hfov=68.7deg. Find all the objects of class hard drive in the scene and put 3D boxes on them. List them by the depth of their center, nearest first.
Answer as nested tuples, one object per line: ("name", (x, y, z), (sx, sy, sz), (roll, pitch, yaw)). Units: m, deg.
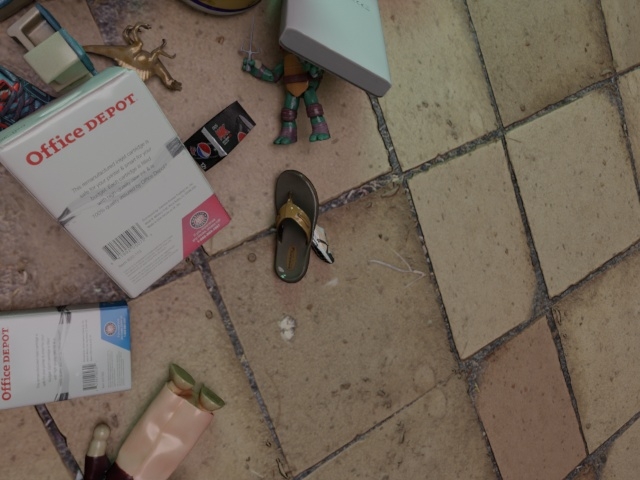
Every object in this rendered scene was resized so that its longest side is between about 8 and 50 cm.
("hard drive", (0.027, -0.407, 0.848), (0.203, 0.040, 0.307), (19, 49, -25))

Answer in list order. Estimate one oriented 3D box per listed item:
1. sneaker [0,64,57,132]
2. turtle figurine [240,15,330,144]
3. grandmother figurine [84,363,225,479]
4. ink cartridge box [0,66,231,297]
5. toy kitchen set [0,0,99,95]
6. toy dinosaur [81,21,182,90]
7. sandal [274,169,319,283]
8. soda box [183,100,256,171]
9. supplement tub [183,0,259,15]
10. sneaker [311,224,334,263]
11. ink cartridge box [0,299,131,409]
("sneaker", (-0.454, -0.192, 0.679), (0.262, 0.125, 0.104), (23, 83, -24))
("turtle figurine", (-0.047, -0.299, 0.859), (0.118, 0.175, 0.234), (-22, 111, -41))
("grandmother figurine", (-0.309, 0.397, 0.799), (0.208, 0.104, 0.342), (37, 79, 6))
("ink cartridge box", (-0.300, -0.087, 0.712), (0.207, 0.117, 0.283), (-41, 129, -18))
("toy kitchen set", (-0.394, -0.326, 0.664), (0.122, 0.166, 0.207), (-41, 105, -9))
("toy dinosaur", (-0.313, -0.313, 0.780), (0.183, 0.053, 0.092), (16, 87, -25))
("sandal", (-0.057, -0.025, 0.894), (0.090, 0.060, 0.219), (9, 95, 14))
("soda box", (-0.167, -0.182, 0.798), (0.053, 0.169, 0.060), (-30, 111, 25))
("supplement tub", (-0.120, -0.514, 0.699), (0.241, 0.331, 0.241), (-1, 92, -29))
("sneaker", (0.000, 0.000, 0.949), (0.044, 0.040, 0.109), (-41, 109, -20))
("ink cartridge box", (-0.405, 0.175, 0.745), (0.190, 0.082, 0.139), (-2, 93, -24))
